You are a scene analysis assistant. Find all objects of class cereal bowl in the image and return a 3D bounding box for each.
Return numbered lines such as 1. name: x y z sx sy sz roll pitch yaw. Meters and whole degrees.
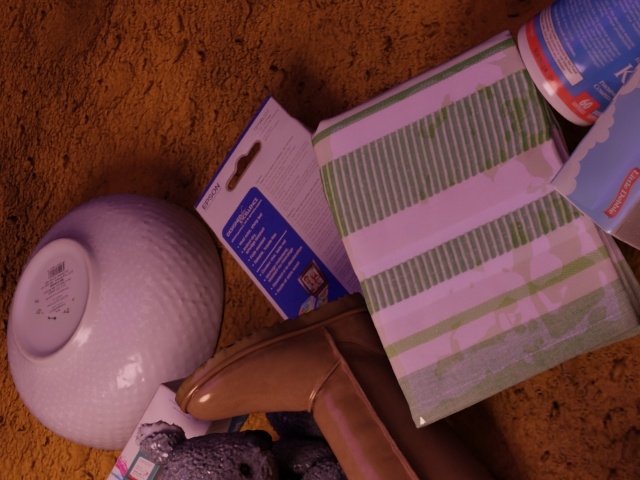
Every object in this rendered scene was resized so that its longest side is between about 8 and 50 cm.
1. cereal bowl: -0.288 0.092 1.741 0.339 0.141 0.339 -17 65 39

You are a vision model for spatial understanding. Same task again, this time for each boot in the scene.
1. boot: 0.020 0.200 1.333 0.236 0.089 0.269 -26 66 -16

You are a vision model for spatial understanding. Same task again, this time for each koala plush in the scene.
1. koala plush: -0.080 0.264 1.423 0.203 0.221 0.196 -52 48 16

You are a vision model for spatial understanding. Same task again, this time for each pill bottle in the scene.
1. pill bottle: 0.310 -0.215 1.308 0.221 0.124 0.124 -35 54 30

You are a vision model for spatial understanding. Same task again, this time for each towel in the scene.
1. towel: 0.145 -0.015 1.339 0.248 0.038 0.325 -25 75 10

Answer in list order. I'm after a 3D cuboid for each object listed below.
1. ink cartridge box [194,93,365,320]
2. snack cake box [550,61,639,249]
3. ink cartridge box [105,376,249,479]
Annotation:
1. ink cartridge box: 0.000 0.000 1.559 0.176 0.069 0.371 -55 49 14
2. snack cake box: 0.344 -0.112 1.217 0.264 0.152 0.089 -54 47 13
3. ink cartridge box: -0.183 0.272 1.568 0.078 0.134 0.231 32 99 15
